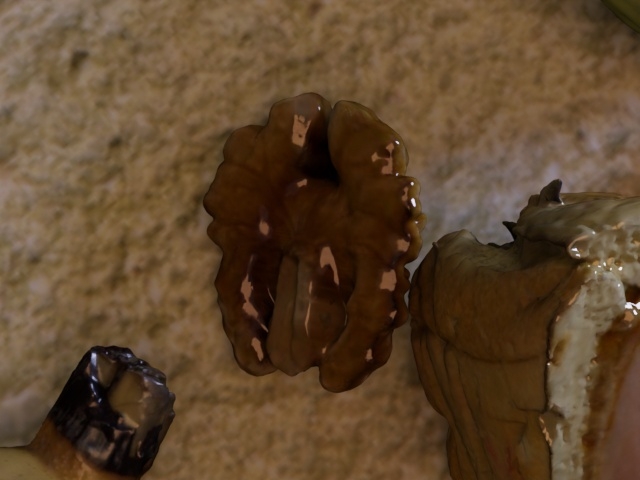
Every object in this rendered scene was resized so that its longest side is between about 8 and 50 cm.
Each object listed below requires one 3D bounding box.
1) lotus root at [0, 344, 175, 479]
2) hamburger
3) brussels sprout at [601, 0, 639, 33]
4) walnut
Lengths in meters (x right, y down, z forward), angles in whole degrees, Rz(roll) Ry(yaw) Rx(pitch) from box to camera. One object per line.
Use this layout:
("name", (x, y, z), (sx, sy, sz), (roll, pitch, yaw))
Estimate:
("lotus root", (-0.182, 0.194, 0.888), (0.183, 0.183, 0.310), (37, 87, -8))
("hamburger", (0.152, 0.080, 0.926), (0.162, 0.209, 0.330), (-23, 125, -10))
("brussels sprout", (0.239, -0.201, 0.933), (0.223, 0.161, 0.223), (-3, 96, -36))
("walnut", (0.000, 0.000, 0.950), (0.143, 0.069, 0.170), (12, 97, 33))
